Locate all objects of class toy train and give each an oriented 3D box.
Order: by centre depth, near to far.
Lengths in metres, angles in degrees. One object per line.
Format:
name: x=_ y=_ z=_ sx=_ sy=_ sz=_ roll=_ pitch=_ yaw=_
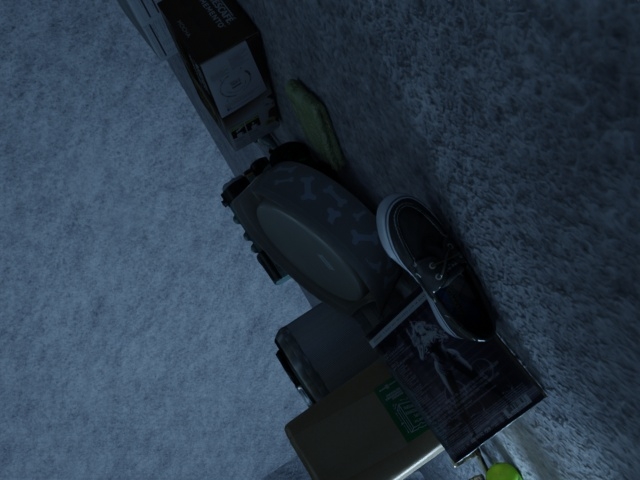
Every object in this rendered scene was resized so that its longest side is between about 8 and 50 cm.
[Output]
toy train: x=-0.109 y=-0.048 z=1.549 sx=0.333 sy=0.190 sz=0.142 roll=56 pitch=171 yaw=6

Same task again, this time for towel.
towel: x=-0.009 y=-0.187 z=1.006 sx=0.110 sy=0.027 sz=0.148 roll=49 pitch=169 yaw=40

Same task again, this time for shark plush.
shark plush: x=-0.143 y=-0.259 z=1.446 sx=0.161 sy=0.073 sz=0.067 roll=60 pitch=143 yaw=13

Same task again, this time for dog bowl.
dog bowl: x=0.000 y=0.000 z=1.110 sx=0.349 sy=0.102 sz=0.348 roll=37 pitch=162 yaw=14

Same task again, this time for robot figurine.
robot figurine: x=0.365 y=0.482 z=1.188 sx=0.115 sy=0.067 sz=0.101 roll=60 pitch=-176 yaw=-14

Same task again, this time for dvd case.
dvd case: x=0.181 y=0.174 z=0.860 sx=0.018 sy=0.164 sz=0.221 roll=1 pitch=-133 yaw=-55

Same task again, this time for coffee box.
coffee box: x=-0.184 y=-0.329 z=1.177 sx=0.168 sy=0.119 sz=0.297 roll=56 pitch=172 yaw=19

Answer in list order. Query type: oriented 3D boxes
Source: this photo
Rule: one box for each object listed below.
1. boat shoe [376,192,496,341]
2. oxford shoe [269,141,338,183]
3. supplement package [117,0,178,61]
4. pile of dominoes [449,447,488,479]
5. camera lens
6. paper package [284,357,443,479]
boat shoe: x=0.151 y=0.039 z=0.758 sx=0.228 sy=0.080 sz=0.076 roll=60 pitch=163 yaw=-20
oxford shoe: x=-0.033 y=-0.123 z=1.200 sx=0.227 sy=0.083 sz=0.096 roll=49 pitch=170 yaw=47
supplement package: x=-0.374 y=-0.562 z=1.327 sx=0.262 sy=0.145 sz=0.204 roll=51 pitch=170 yaw=34
pile of dominoes: x=0.348 y=0.514 z=1.252 sx=0.251 sy=0.040 sz=0.195 roll=24 pitch=-141 yaw=-61
camera lens: x=0.058 y=0.224 z=1.286 sx=0.219 sy=0.274 sz=0.219 roll=56 pitch=172 yaw=12
paper package: x=0.126 y=0.309 z=1.037 sx=0.168 sy=0.325 sz=0.309 roll=55 pitch=172 yaw=22
